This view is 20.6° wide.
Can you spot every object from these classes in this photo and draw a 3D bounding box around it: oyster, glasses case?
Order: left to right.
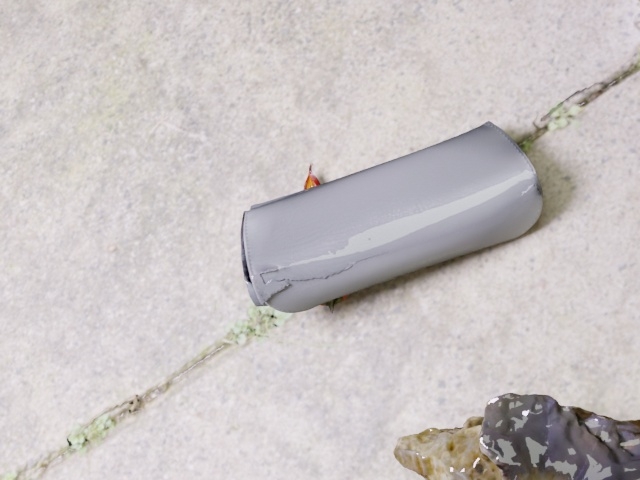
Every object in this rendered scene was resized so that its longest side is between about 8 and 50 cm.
[{"bbox_3d":[0.067,-0.021,1.790,0.308,0.083,0.128,-19,47,0],"label":"glasses case"},{"bbox_3d":[0.234,0.214,1.616,0.341,0.110,0.166,18,81,13],"label":"oyster"}]

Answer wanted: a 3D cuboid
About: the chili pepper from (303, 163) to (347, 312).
[{"bbox_3d":[0.000,0.000,1.848,0.045,0.027,0.178,-15,64,7],"label":"chili pepper"}]
